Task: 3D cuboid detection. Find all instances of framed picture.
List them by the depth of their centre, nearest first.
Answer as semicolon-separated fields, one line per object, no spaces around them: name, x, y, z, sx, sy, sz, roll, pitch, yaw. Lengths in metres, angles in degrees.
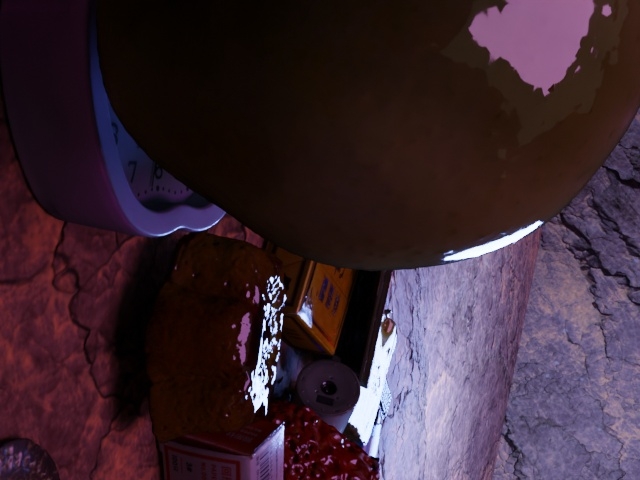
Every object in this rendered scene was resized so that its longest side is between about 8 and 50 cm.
framed picture;0.066;0.081;1.540;0.232;0.019;0.296;174;-71;-75

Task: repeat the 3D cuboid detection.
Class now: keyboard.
keyboard;0.121;0.281;1.908;0.197;0.015;0.074;75;32;-45

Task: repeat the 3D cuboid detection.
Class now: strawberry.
strawberry;-0.044;0.311;1.309;0.178;0.233;0.234;63;37;-24

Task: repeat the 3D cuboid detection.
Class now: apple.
apple;0.051;-0.192;0.789;0.473;0.473;0.474;9;90;-67

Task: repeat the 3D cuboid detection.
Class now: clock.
clock;-0.173;-0.169;0.941;0.338;0.102;0.339;8;90;-67

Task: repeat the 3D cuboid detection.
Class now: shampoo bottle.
shampoo bottle;0.082;0.406;1.813;0.087;0.050;0.183;20;80;-64

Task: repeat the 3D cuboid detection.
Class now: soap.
soap;0.070;0.240;1.695;0.135;0.076;0.233;61;44;-54

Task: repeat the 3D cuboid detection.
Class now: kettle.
kettle;-0.002;0.253;1.471;0.148;0.098;0.127;104;-28;-51

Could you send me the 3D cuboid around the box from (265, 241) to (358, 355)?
box;0.000;0.000;1.429;0.193;0.083;0.302;54;49;-60

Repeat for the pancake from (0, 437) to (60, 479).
pancake;-0.305;0.286;0.892;0.199;0.021;0.199;9;90;-68

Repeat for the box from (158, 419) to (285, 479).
box;-0.123;0.311;1.192;0.099;0.133;0.182;-37;133;-60

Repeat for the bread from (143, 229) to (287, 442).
bread;-0.121;0.106;1.118;0.232;0.135;0.247;-24;118;-79
